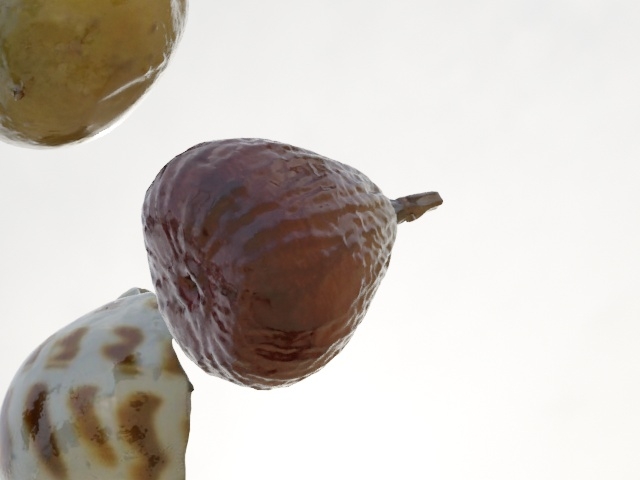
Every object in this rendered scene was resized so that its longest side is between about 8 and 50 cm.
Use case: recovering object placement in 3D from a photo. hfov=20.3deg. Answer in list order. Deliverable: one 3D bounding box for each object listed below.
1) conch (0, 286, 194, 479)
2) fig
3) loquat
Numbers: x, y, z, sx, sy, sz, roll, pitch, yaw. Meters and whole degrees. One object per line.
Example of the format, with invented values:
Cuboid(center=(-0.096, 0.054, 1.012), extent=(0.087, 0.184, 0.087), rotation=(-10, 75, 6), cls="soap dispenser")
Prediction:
Cuboid(center=(-0.186, 0.177, 1.438), extent=(0.149, 0.275, 0.183), rotation=(-4, -1, -17), cls="conch")
Cuboid(center=(-0.005, 0.008, 0.832), extent=(0.153, 0.119, 0.119), rotation=(-6, -36, -9), cls="fig")
Cuboid(center=(-0.161, -0.145, 1.139), extent=(0.204, 0.149, 0.172), rotation=(-46, 4, -40), cls="loquat")
